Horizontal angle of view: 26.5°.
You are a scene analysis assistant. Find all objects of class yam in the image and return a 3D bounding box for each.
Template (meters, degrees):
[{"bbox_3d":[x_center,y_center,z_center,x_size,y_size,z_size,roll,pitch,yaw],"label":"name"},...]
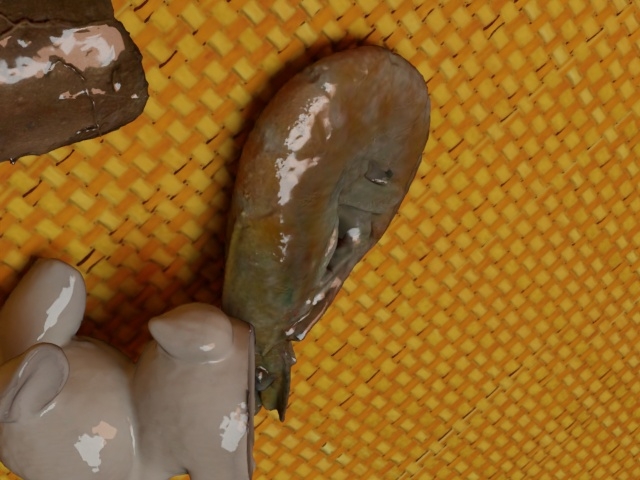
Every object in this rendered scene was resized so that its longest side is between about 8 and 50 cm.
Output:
[{"bbox_3d":[-0.221,-0.093,0.725,0.238,0.129,0.128,-17,103,-22],"label":"yam"}]

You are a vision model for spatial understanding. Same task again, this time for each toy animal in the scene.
[{"bbox_3d":[-0.134,0.106,0.942,0.193,0.127,0.178,6,135,-6],"label":"toy animal"}]

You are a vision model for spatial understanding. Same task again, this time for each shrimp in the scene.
[{"bbox_3d":[0.000,0.000,1.016,0.168,0.077,0.317,-9,128,-34],"label":"shrimp"}]
